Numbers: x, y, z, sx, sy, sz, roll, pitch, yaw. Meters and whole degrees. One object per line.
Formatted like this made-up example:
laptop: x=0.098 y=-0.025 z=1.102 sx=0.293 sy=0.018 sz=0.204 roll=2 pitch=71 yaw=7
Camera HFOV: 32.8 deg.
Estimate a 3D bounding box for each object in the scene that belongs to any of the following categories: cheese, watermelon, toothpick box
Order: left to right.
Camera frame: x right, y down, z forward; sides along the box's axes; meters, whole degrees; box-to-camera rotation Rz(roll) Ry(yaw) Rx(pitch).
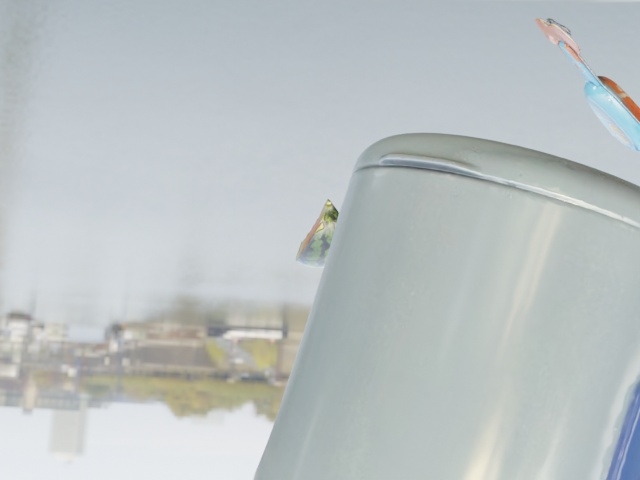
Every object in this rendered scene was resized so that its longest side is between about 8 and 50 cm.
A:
watermelon: x=-0.007 y=0.010 z=1.769 sx=0.069 sy=0.087 sz=0.163 roll=-26 pitch=164 yaw=-25
toothpick box: x=0.090 y=0.138 z=0.646 sx=0.263 sy=0.354 sz=0.263 roll=19 pitch=173 yaw=3
cheese: x=0.345 y=-0.185 z=1.335 sx=0.256 sy=0.037 sz=0.106 roll=44 pitch=-177 yaw=-30
